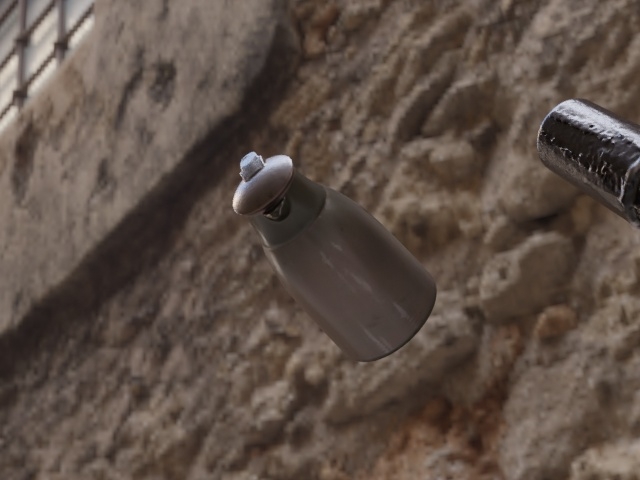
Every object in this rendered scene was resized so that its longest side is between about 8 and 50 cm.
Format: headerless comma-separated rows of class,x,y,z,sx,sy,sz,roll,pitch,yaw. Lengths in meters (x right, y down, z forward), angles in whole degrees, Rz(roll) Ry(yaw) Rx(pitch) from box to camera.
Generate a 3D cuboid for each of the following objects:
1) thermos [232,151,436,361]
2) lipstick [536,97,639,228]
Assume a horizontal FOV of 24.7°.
thermos,0.000,0.000,1.276,0.105,0.137,0.193,-38,-60,13
lipstick,0.293,-0.041,1.228,0.081,0.299,0.081,-13,-60,-24
